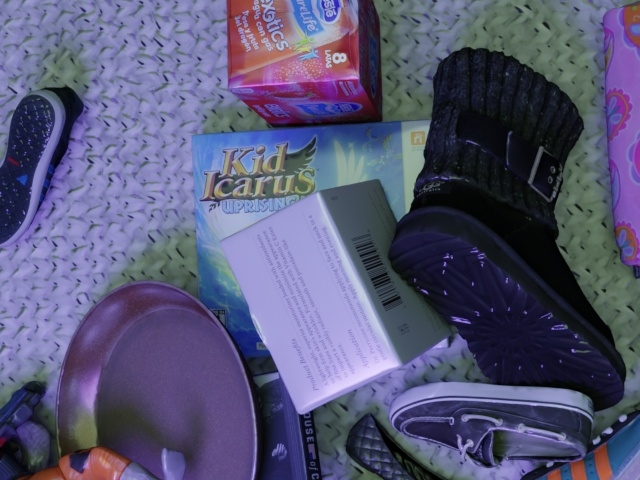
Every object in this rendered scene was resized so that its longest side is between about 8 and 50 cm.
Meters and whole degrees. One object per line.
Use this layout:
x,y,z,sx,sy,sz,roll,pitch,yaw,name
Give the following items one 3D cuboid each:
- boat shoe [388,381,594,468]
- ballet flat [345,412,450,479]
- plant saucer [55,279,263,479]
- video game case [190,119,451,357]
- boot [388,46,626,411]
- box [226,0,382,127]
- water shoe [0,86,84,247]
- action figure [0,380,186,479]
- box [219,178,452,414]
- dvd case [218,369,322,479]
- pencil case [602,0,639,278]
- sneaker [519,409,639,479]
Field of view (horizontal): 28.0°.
0.168,0.192,1.314,0.219,0.078,0.070,-5,49,27,boat shoe
0.104,0.247,1.358,0.173,0.057,0.049,31,106,9,ballet flat
-0.164,0.197,1.338,0.310,0.050,0.311,-2,87,41,plant saucer
0.000,0.000,1.381,0.269,0.061,0.244,-3,87,7,video game case
0.217,-0.008,1.316,0.131,0.348,0.260,-15,41,36,boot
-0.010,-0.192,1.291,0.128,0.257,0.123,-3,86,7,box
-0.317,-0.078,1.422,0.073,0.080,0.203,37,118,10,water shoe
-0.329,0.311,1.306,0.341,0.330,0.178,-48,117,-33,action figure
0.019,0.049,1.244,0.119,0.182,0.181,-26,87,21,box
-0.096,0.237,1.330,0.238,0.029,0.179,-16,78,41,dvd case
0.358,-0.106,1.316,0.124,0.124,0.284,-5,88,7,pencil case
0.267,0.253,1.308,0.302,0.108,0.121,-48,52,-5,sneaker
